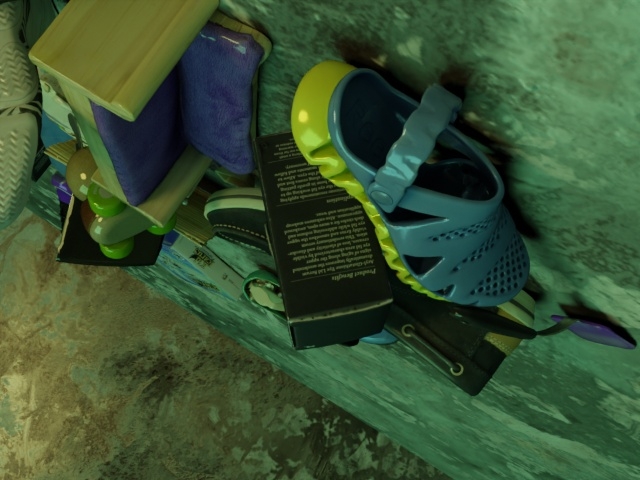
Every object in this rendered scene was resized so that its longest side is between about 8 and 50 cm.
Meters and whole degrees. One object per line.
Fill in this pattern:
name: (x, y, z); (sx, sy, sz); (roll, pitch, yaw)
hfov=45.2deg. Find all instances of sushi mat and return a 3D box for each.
sushi mat: (-0.295, -0.094, 1.300); (0.317, 0.019, 0.151); (30, -154, 7)

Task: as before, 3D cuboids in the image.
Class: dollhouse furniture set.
dollhouse furniture set: (-0.165, -0.087, 1.133); (0.114, 0.081, 0.091); (21, 161, 34)

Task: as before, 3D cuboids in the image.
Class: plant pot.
plant pot: (-0.365, -0.045, 1.417); (0.167, 0.187, 0.188); (16, -173, -10)

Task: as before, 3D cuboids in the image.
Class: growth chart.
growth chart: (-0.357, -0.169, 1.180); (0.237, 0.021, 0.172); (37, 162, -18)

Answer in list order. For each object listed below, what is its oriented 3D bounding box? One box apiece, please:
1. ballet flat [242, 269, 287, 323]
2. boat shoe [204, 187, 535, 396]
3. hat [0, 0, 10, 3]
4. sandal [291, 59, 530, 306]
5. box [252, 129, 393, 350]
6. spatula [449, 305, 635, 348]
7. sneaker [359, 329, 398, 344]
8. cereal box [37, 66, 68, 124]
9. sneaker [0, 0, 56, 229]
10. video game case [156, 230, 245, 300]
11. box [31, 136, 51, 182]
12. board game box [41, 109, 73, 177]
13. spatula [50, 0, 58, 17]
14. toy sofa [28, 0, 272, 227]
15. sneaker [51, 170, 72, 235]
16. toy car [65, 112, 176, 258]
ballet flat: (-0.065, 0.142, 1.608); (0.247, 0.083, 0.087); (28, -155, 21)
boat shoe: (0.029, 0.054, 1.029); (0.500, 0.156, 0.187); (23, 174, 27)
hat: (-0.345, -0.332, 0.615); (0.332, 0.133, 0.331); (10, 155, 5)
sandal: (0.111, -0.038, 0.706); (0.138, 0.126, 0.317); (5, 151, 50)
box: (0.000, 0.000, 0.836); (0.108, 0.207, 0.153); (-11, 163, -4)
spatula: (0.250, 0.098, 0.863); (0.297, 0.030, 0.084); (10, 180, -38)
sneaker: (0.053, 0.123, 1.393); (0.209, 0.069, 0.082); (27, 160, 16)
cereal box: (-0.343, -0.185, 1.230); (0.240, 0.047, 0.173); (30, 164, 3)
sneaker: (-0.351, -0.177, 0.835); (0.138, 0.365, 0.210); (-7, 173, -4)
video game case: (-0.343, 0.038, 1.893); (0.270, 0.061, 0.244); (14, 158, 46)
box: (-0.654, -0.217, 1.642); (0.156, 0.093, 0.158); (34, 165, -7)
board game box: (-0.466, -0.193, 1.397); (0.133, 0.033, 0.168); (8, 122, 46)
spatula: (-0.297, -0.242, 1.028); (0.168, 0.019, 0.242); (30, 165, 9)
toy sofa: (-0.175, -0.135, 0.869); (0.177, 0.150, 0.362); (32, 163, 3)
sneaker: (-0.599, -0.058, 1.918); (0.102, 0.146, 0.293); (26, 164, 19)
toy car: (-0.308, -0.097, 1.126); (0.188, 0.149, 0.155); (50, 156, 17)
